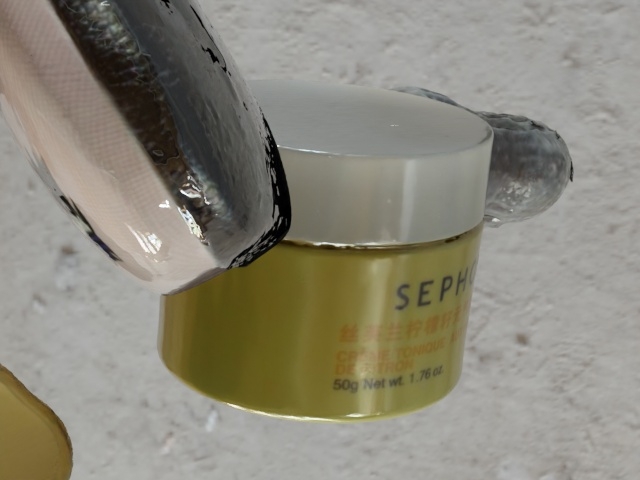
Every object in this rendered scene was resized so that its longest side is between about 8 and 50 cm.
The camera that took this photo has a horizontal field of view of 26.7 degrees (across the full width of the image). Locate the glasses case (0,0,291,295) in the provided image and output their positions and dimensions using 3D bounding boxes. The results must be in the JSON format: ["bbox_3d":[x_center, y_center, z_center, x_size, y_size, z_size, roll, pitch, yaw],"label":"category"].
[{"bbox_3d":[-0.062,-0.041,0.501,0.075,0.314,0.122,-29,91,-1],"label":"glasses case"}]

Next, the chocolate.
[{"bbox_3d":[0.111,-0.067,1.130,0.110,0.248,0.110,-14,72,47],"label":"chocolate"}]

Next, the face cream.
[{"bbox_3d":[0.000,0.000,0.924,0.218,0.218,0.179,20,113,38],"label":"face cream"}]

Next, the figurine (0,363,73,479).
[{"bbox_3d":[-0.261,0.171,0.831,0.208,0.181,0.257,35,144,-4],"label":"figurine"}]
